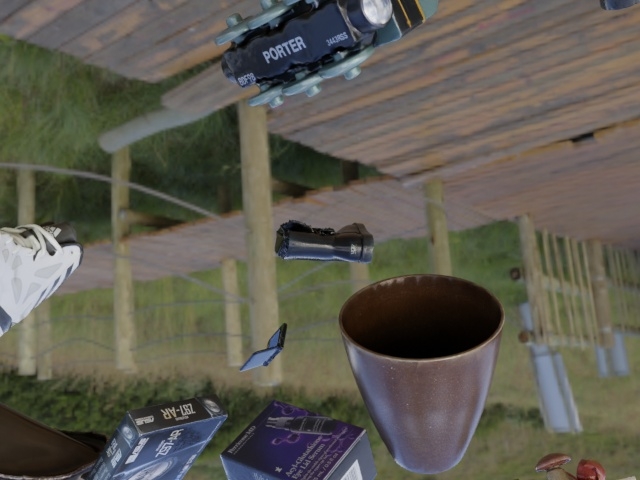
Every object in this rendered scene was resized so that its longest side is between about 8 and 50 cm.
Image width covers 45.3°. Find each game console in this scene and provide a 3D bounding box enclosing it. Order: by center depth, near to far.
[{"bbox_3d":[-0.139,0.259,1.864,0.071,0.107,0.122,20,143,-15],"label":"game console"}]

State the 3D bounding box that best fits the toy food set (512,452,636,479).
[{"bbox_3d":[0.343,0.353,1.117,0.128,0.071,0.218,-2,148,-30],"label":"toy food set"}]

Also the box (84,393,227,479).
[{"bbox_3d":[-0.105,0.133,0.483,0.067,0.018,0.083,0,134,-48],"label":"box"}]

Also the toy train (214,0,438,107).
[{"bbox_3d":[-0.001,-0.285,1.030,0.190,0.142,0.334,-38,-161,-31],"label":"toy train"}]

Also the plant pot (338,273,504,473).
[{"bbox_3d":[0.141,0.197,1.055,0.216,0.230,0.215,-5,-154,2],"label":"plant pot"}]

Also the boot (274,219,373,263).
[{"bbox_3d":[0.000,0.000,1.755,0.207,0.094,0.246,6,-175,-7],"label":"boot"}]

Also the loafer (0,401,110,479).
[{"bbox_3d":[-0.244,0.137,0.520,0.220,0.078,0.080,7,-169,-10],"label":"loafer"}]

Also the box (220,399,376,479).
[{"bbox_3d":[-0.036,0.374,1.279,0.207,0.108,0.153,8,-145,35],"label":"box"}]

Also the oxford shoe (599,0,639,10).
[{"bbox_3d":[0.372,-0.368,0.886,0.083,0.227,0.096,-4,131,41],"label":"oxford shoe"}]

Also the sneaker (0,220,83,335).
[{"bbox_3d":[-0.582,-0.006,1.390,0.257,0.169,0.447,-43,161,-31],"label":"sneaker"}]
